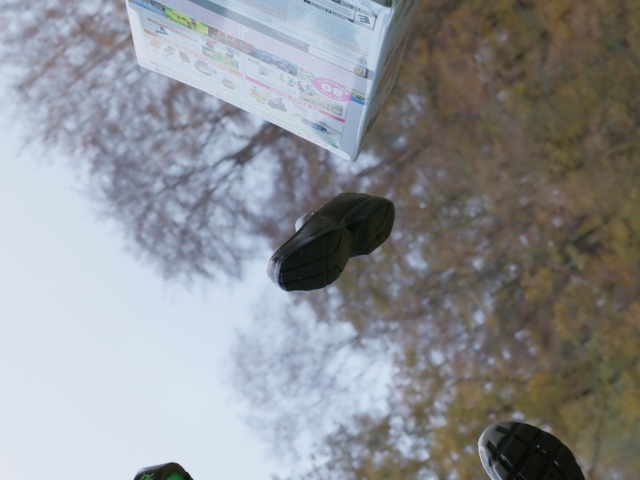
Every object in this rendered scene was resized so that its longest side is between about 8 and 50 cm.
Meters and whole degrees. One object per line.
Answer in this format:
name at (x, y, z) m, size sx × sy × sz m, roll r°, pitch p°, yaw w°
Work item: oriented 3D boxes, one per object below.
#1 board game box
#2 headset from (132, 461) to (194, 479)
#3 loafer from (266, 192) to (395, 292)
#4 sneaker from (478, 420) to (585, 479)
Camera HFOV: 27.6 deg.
board game box at (-0.040, -0.195, 1.047) m, size 0.224 × 0.097 × 0.303 m, roll 25°, pitch 163°, yaw 3°
headset at (-0.229, 0.511, 2.000) m, size 0.243 × 0.185 × 0.394 m, roll -90°, pitch -16°, yaw -45°
loafer at (0.000, 0.000, 1.233) m, size 0.061 × 0.062 × 0.170 m, roll 23°, pitch -148°, yaw 30°
sneaker at (0.285, 0.320, 1.528) m, size 0.267 × 0.101 × 0.106 m, roll 41°, pitch 156°, yaw 3°
